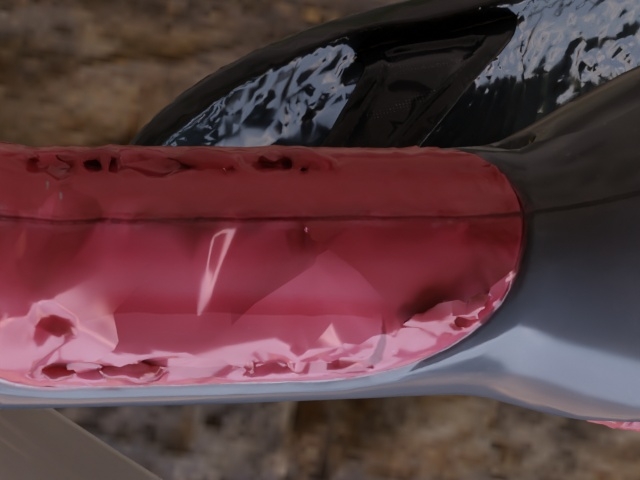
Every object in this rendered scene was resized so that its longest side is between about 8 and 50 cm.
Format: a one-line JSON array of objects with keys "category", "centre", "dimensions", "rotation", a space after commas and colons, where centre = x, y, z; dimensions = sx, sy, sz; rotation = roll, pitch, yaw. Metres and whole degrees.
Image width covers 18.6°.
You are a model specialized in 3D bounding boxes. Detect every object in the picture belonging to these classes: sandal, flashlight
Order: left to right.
[{"category": "flashlight", "centre": [0.000, 0.000, 0.404], "dimensions": [0.304, 0.103, 0.103], "rotation": [0, -158, -18]}, {"category": "sandal", "centre": [0.064, -0.055, 1.112], "dimensions": [0.445, 0.167, 0.107], "rotation": [-27, -141, -10]}]

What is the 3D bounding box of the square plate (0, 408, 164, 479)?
[{"category": "square plate", "centre": [-0.222, 0.288, 1.320], "dimensions": [0.347, 0.344, 0.049], "rotation": [31, 156, 11]}]
